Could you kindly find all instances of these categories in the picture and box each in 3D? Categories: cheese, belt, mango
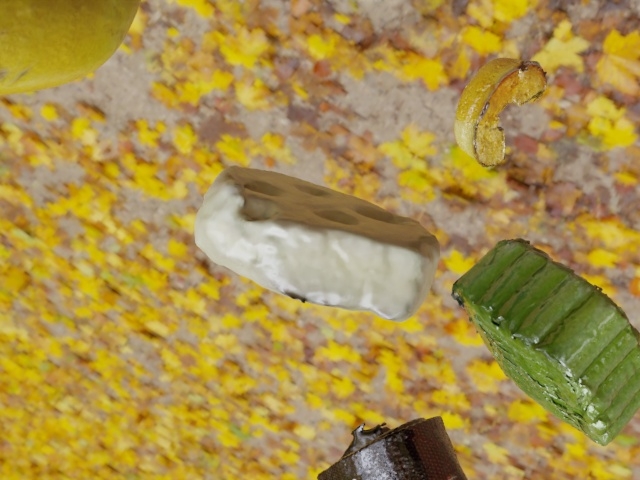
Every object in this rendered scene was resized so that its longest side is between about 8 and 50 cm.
[{"bbox_3d":[0.000,0.000,1.316,0.326,0.115,0.318,25,-166,38],"label":"cheese"},{"bbox_3d":[0.104,0.369,1.619,0.289,0.184,0.164,-45,66,53],"label":"belt"},{"bbox_3d":[-0.317,-0.270,0.986,0.182,0.365,0.253,-14,100,32],"label":"mango"}]

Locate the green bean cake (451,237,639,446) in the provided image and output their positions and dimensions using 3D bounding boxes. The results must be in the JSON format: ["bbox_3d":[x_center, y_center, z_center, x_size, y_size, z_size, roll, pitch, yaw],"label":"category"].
[{"bbox_3d":[0.265,0.110,1.139,0.214,0.113,0.200,40,169,45],"label":"green bean cake"}]

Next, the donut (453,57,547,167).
[{"bbox_3d":[0.269,-0.209,1.556,0.078,0.181,0.146,35,-174,33],"label":"donut"}]
